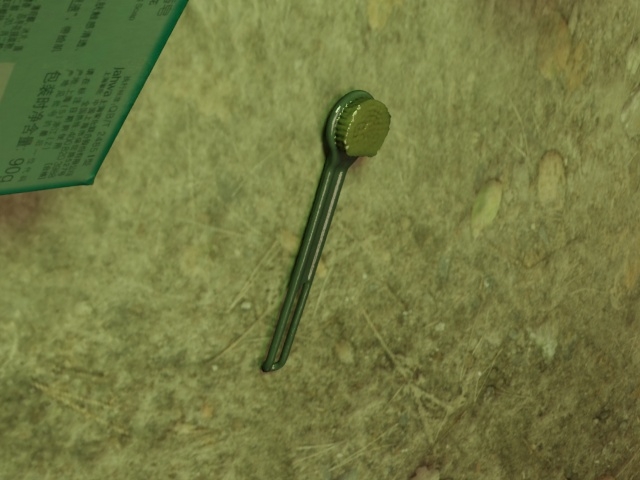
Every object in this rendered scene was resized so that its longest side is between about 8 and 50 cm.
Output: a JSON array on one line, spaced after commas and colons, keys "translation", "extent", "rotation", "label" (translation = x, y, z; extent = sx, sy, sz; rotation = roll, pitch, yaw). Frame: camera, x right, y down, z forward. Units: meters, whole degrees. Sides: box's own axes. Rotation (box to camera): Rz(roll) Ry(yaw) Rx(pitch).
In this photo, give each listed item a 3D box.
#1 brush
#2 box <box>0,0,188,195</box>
[{"translation": [0.000, 0.000, 0.947], "extent": [0.062, 0.027, 0.266], "rotation": [-1, 115, -48], "label": "brush"}, {"translation": [-0.154, -0.131, 0.562], "extent": [0.153, 0.092, 0.245], "rotation": [-10, 147, -45], "label": "box"}]
